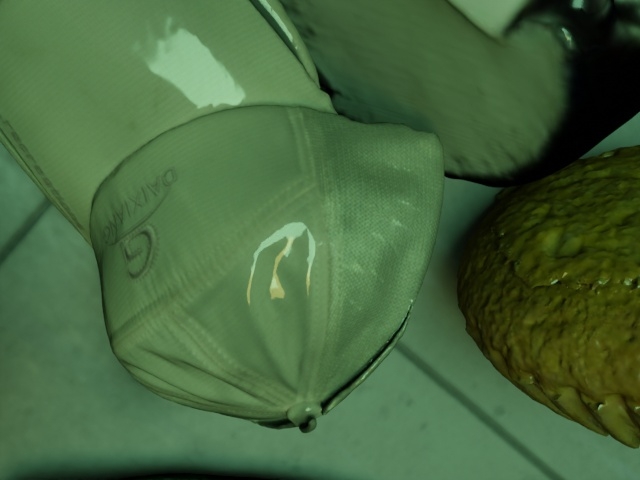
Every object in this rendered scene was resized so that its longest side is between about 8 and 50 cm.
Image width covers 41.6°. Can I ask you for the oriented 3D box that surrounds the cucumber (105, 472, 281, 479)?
[{"bbox_3d":[-0.060,0.179,0.537,0.284,0.056,0.056,7,95,-19],"label":"cucumber"}]

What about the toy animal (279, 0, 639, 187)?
[{"bbox_3d":[0.128,-0.204,0.452,0.310,0.251,0.251,-45,105,-15],"label":"toy animal"}]

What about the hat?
[{"bbox_3d":[-0.076,-0.021,0.421,0.219,0.164,0.226,-36,123,28],"label":"hat"}]

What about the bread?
[{"bbox_3d":[0.199,0.034,0.493,0.240,0.240,0.139,-19,113,-10],"label":"bread"}]
